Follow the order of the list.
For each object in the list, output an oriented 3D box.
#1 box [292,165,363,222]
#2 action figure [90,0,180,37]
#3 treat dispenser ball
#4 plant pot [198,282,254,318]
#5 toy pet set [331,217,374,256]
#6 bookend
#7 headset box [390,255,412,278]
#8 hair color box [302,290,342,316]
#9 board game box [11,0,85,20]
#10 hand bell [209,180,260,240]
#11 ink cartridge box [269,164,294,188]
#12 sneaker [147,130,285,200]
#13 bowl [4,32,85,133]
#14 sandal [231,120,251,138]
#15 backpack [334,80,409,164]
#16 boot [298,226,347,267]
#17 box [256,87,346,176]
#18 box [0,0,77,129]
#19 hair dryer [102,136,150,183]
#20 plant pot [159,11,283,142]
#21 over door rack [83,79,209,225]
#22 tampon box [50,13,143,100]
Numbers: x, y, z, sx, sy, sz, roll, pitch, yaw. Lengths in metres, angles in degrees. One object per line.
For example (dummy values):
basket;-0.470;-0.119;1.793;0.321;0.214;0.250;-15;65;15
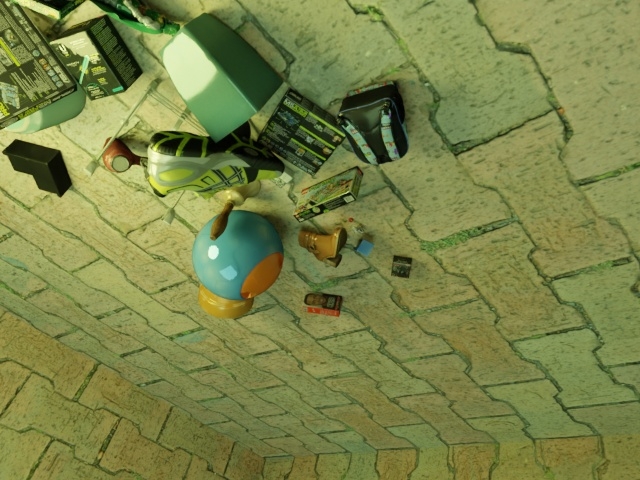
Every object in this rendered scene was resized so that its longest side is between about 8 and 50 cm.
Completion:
box;0.021;-0.130;1.369;0.207;0.114;0.036;-20;127;34
action figure;-0.431;-0.528;1.087;0.232;0.137;0.063;22;127;-19
treat dispenser ball;-0.260;0.045;1.524;0.288;0.288;0.288;9;139;8
plant pot;-0.335;0.147;1.749;0.205;0.205;0.188;15;124;1
toy pet set;0.103;0.006;1.530;0.114;0.065;0.122;29;138;-14
bookend;-0.935;-0.238;1.593;0.156;0.072;0.157;14;140;4
headset box;0.269;0.086;1.590;0.062;0.032;0.083;9;140;9
hair color box;0.008;0.241;1.819;0.141;0.072;0.043;6;139;11
board game box;-0.674;-0.582;1.075;0.259;0.136;0.030;21;142;-5
hand bell;-0.271;-0.095;1.405;0.126;0.242;0.126;9;138;9
ink cartridge box;-0.140;-0.207;1.399;0.115;0.029;0.063;35;136;-21
sneaker;-0.265;-0.188;1.235;0.384;0.145;0.147;-3;128;-41
bowl;-0.827;-0.413;1.295;0.311;0.163;0.311;9;138;8
sandal;-0.227;-0.267;1.339;0.067;0.040;0.179;-16;130;-20
backpack;0.139;-0.276;1.163;0.158;0.117;0.173;-10;132;27
boot;0.000;0.000;1.531;0.152;0.073;0.197;30;144;14
box;-0.049;-0.281;1.277;0.190;0.045;0.184;30;135;-14
box;-0.766;-0.438;1.154;0.270;0.216;0.060;56;160;-14
hair dryer;-0.534;-0.222;1.415;0.293;0.223;0.080;33;101;11
plant pot;-0.243;-0.394;1.130;0.166;0.165;0.234;-23;119;36
over door rack;-0.432;-0.226;1.261;0.239;0.324;0.108;35;152;-22
tampon box;-0.556;-0.456;1.201;0.120;0.101;0.161;-4;134;22
